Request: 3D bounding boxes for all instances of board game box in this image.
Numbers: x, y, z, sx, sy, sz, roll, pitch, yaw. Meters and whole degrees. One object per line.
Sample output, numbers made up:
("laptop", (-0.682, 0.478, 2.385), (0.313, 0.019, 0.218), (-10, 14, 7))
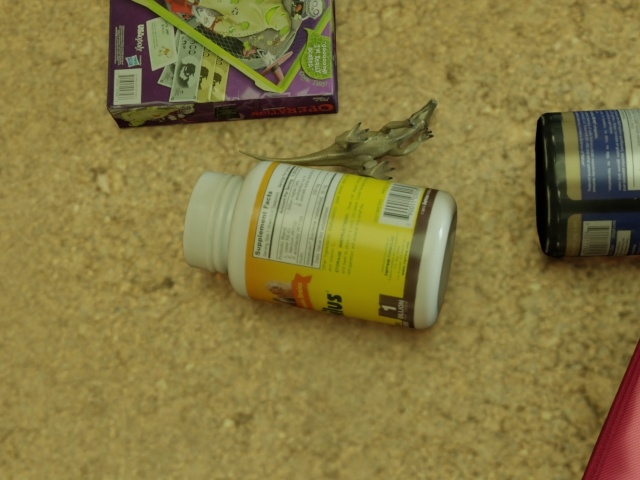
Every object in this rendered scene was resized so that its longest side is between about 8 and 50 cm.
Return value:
("board game box", (-0.092, -0.276, 1.326), (0.208, 0.056, 0.347), (-4, 69, 9))

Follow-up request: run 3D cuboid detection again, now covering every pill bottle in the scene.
("pill bottle", (0.000, 0.000, 1.172), (0.215, 0.117, 0.117), (10, 71, 10))
("pill bottle", (0.290, -0.049, 1.156), (0.219, 0.123, 0.123), (-2, 69, 5))

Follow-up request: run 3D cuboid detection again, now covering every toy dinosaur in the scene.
("toy dinosaur", (0.030, -0.077, 1.215), (0.183, 0.092, 0.053), (-16, 99, -14))

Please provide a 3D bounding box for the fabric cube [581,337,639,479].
("fabric cube", (0.332, 0.155, 1.004), (0.259, 0.254, 0.258), (21, 73, 14))
